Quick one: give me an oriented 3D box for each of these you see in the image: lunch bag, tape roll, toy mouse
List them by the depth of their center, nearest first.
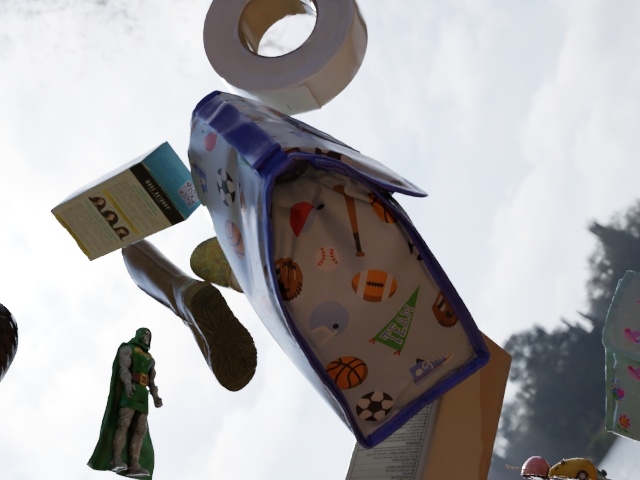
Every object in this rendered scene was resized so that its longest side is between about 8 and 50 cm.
[{"bbox_3d":[0.000,0.000,1.241,0.239,0.328,0.385,-37,-61,-6],"label":"lunch bag"},{"bbox_3d":[0.339,0.321,1.385,0.143,0.161,0.031,59,-142,-68],"label":"toy mouse"},{"bbox_3d":[0.552,0.184,1.510,0.160,0.223,0.262,-16,-71,-35],"label":"lunch bag"},{"bbox_3d":[-0.061,-0.365,1.775,0.286,0.286,0.100,-54,-25,-8],"label":"tape roll"}]

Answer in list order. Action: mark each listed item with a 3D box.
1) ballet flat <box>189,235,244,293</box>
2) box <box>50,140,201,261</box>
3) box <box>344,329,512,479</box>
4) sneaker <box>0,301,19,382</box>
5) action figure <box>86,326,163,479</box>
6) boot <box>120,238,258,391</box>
[{"bbox_3d":[-0.043,0.047,1.677,0.123,0.349,0.123,-179,90,-80],"label":"ballet flat"},{"bbox_3d":[-0.275,-0.051,1.415,0.244,0.100,0.060,-19,23,43],"label":"box"},{"bbox_3d":[0.135,0.267,1.308,0.121,0.148,0.311,38,-124,-31],"label":"box"},{"bbox_3d":[-0.430,0.220,0.985,0.384,0.145,0.147,-57,-5,-10],"label":"sneaker"},{"bbox_3d":[-0.285,0.241,1.529,0.137,0.064,0.232,37,-134,-51],"label":"action figure"},{"bbox_3d":[-0.232,0.123,1.764,0.089,0.270,0.236,-31,-58,-24],"label":"boot"}]
